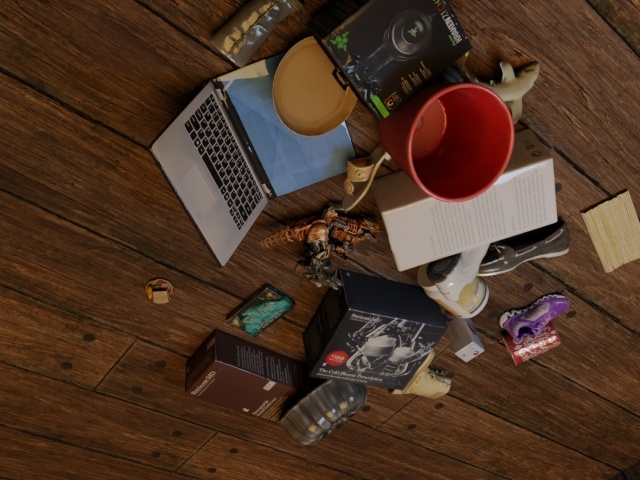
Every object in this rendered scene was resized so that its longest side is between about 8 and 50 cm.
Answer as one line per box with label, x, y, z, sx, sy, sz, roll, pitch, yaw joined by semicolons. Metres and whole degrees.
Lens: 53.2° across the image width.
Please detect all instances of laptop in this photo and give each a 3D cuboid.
laptop;-0.133;-0.197;1.528;0.236;0.408;0.382;5;138;31

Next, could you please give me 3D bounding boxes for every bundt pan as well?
bundt pan;0.028;0.571;2.152;0.331;0.124;0.331;-33;160;-14

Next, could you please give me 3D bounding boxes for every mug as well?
mug;0.730;0.344;2.221;0.169;0.150;0.113;-24;98;9

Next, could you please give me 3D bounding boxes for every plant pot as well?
plant pot;0.274;-0.253;1.509;0.275;0.243;0.274;-8;114;-18
plant pot;-0.013;-0.360;1.488;0.236;0.032;0.236;-15;122;-26

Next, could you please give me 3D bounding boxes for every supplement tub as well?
supplement tub;0.404;0.136;1.951;0.144;0.144;0.200;-40;125;21

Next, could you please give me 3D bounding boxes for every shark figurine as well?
shark figurine;0.398;-0.380;1.558;0.278;0.116;0.166;7;94;-26

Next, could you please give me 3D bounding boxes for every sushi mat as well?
sushi mat;0.927;-0.021;2.000;0.151;0.019;0.316;-30;128;13

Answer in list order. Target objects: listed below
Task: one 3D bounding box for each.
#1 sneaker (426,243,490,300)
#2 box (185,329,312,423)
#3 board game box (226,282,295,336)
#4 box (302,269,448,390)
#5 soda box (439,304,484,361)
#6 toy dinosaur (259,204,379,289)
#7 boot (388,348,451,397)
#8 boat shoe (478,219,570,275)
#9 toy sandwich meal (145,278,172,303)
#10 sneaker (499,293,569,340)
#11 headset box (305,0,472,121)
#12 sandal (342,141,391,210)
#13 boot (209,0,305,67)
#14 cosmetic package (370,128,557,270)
sneaker;0.414;0.048;1.834;0.297;0.111;0.129;-45;124;-24
box;-0.234;0.457;2.111;0.381;0.143;0.191;27;120;-26
board game box;-0.187;0.220;1.993;0.186;0.026;0.126;-40;126;21
box;0.163;0.290;2.015;0.343;0.179;0.312;13;125;-20
soda box;0.440;0.274;2.027;0.074;0.216;0.069;-39;125;20
toy dinosaur;0.000;0.000;1.797;0.322;0.164;0.218;6;115;8
boot;0.381;0.468;2.257;0.204;0.095;0.262;15;127;-21
boat shoe;0.591;0.017;1.911;0.335;0.112;0.095;-15;114;-12
toy sandwich meal;-0.475;0.149;1.878;0.086;0.029;0.085;-5;130;-6
sneaker;0.730;0.267;2.148;0.236;0.104;0.095;-25;128;9
headset box;0.142;-0.442;1.402;0.283;0.131;0.246;-37;126;6
sandal;0.106;-0.195;1.653;0.079;0.088;0.240;33;102;-30
boot;-0.161;-0.499;1.378;0.209;0.076;0.190;-31;126;24
cosmetic package;0.388;-0.106;1.736;0.453;0.161;0.230;-18;130;4
